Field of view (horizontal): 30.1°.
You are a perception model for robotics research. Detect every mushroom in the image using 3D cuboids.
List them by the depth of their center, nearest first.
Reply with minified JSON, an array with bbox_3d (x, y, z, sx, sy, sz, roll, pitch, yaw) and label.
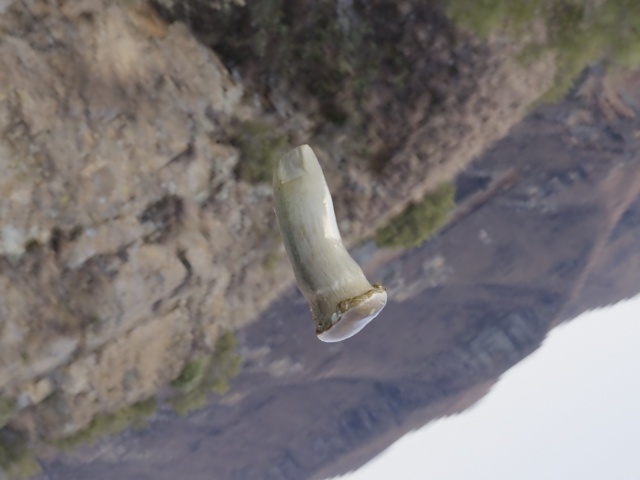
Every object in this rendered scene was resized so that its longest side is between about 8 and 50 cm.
[{"bbox_3d":[0.000,0.000,1.244,0.071,0.209,0.084,-9,163,-45],"label":"mushroom"}]
